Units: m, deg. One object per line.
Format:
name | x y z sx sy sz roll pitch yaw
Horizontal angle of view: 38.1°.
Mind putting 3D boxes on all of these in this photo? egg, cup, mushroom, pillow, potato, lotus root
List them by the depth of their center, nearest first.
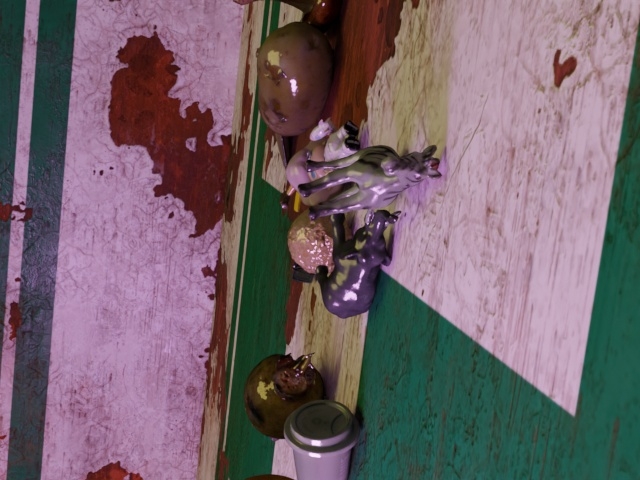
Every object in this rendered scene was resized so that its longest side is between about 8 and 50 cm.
cup | 0.005 0.336 1.474 0.120 0.120 0.141 -106 10 -59
egg | 0.000 0.000 1.615 0.116 0.118 0.140 -47 -5 -12
lotus root | -0.065 0.282 1.698 0.278 0.154 0.154 120 152 -63
mushroom | -0.071 -0.493 1.871 0.227 0.217 0.148 132 142 -70
potato | -0.052 -0.320 1.892 0.262 0.165 0.165 94 172 -47
pillow | -0.096 -0.272 2.253 0.130 0.033 0.217 -98 1 -54

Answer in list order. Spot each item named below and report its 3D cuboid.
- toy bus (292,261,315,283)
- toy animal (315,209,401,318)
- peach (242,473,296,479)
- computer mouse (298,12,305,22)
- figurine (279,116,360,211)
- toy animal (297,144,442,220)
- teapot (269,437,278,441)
toy bus | -0.021 0.015 1.844 0.061 0.051 0.153 -80 4 -48
toy animal | 0.059 0.012 1.402 0.269 0.082 0.137 112 156 -43
peach | -0.085 0.501 1.530 0.231 0.231 0.231 -175 90 -78
computer mouse | -0.059 -0.422 2.141 0.128 0.079 0.231 -156 75 -75
figurine | 0.008 -0.133 1.643 0.229 0.112 0.137 -42 51 54
toy animal | 0.054 -0.078 1.267 0.255 0.170 0.090 -141 33 -74
teapot | -0.105 0.401 2.109 0.043 0.042 0.111 106 159 -43
